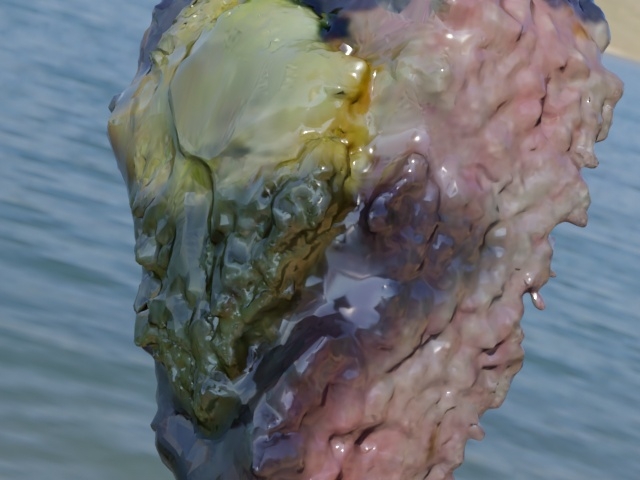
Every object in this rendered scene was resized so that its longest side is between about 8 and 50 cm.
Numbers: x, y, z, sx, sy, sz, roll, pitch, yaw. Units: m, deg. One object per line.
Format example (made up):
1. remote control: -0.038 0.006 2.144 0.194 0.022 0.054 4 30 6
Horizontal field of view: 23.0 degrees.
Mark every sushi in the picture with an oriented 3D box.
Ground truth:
1. sushi: -0.010 -0.006 0.532 0.107 0.241 0.161 21 -1 -37
